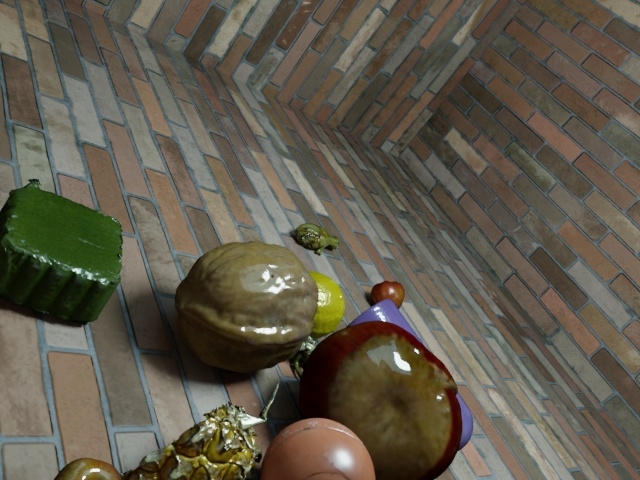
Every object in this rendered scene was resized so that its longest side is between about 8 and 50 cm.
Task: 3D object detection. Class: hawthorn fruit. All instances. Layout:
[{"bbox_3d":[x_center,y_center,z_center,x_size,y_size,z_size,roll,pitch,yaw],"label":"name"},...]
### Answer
[{"bbox_3d":[0.236,0.206,2.210,0.125,0.140,0.125,24,-5,2],"label":"hawthorn fruit"}]

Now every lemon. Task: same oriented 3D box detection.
[{"bbox_3d":[-0.028,0.183,1.749,0.231,0.192,0.192,9,37,-46],"label":"lemon"}]

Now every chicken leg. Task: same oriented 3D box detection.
[{"bbox_3d":[0.000,0.000,2.274,0.227,0.088,0.103,25,17,-44],"label":"chicken leg"}]

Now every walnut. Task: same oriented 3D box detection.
[{"bbox_3d":[-0.178,0.153,1.442,0.344,0.306,0.306,7,39,-47],"label":"walnut"}]

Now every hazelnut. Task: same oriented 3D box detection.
[{"bbox_3d":[0.145,0.382,1.471,0.409,0.359,0.359,44,22,-10],"label":"hazelnut"}]

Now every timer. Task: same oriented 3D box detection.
[{"bbox_3d":[-0.006,0.469,1.213,0.229,0.230,0.215,37,4,-6],"label":"timer"}]

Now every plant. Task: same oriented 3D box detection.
[{"bbox_3d":[-0.059,0.313,1.647,0.116,0.104,0.122,7,57,12],"label":"plant"}]

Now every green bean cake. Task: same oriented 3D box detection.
[{"bbox_3d":[-0.554,0.029,1.291,0.249,0.156,0.247,24,29,-32],"label":"green bean cake"}]

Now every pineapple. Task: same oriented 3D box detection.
[{"bbox_3d":[-0.182,0.403,1.163,0.161,0.158,0.334,49,24,22],"label":"pineapple"}]

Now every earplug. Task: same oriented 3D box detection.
[{"bbox_3d":[0.255,0.403,1.771,0.456,0.215,0.215,52,26,19],"label":"earplug"}]

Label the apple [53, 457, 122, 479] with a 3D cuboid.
[{"bbox_3d":[-0.362,0.404,0.965,0.126,0.102,0.126,33,24,-17],"label":"apple"}]
